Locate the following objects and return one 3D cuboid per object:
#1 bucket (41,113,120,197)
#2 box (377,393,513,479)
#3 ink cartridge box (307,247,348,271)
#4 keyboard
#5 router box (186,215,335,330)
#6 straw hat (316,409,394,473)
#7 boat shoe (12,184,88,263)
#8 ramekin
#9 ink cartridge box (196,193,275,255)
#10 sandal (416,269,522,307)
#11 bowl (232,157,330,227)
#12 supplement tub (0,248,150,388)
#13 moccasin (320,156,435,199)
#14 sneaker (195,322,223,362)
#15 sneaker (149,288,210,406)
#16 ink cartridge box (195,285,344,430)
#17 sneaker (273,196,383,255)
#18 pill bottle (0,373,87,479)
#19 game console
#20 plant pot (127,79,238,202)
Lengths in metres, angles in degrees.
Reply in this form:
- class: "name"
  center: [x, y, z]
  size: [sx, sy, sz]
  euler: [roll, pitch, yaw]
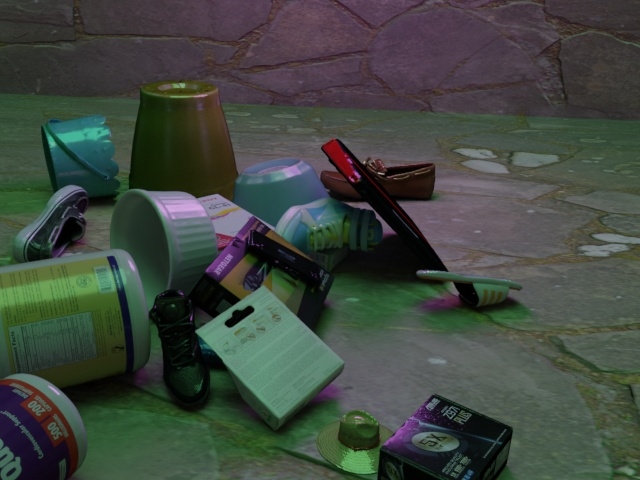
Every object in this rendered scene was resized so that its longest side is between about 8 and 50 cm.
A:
- class: "bucket"
  center: [-0.746, -0.253, 2.099]
  size: [0.183, 0.281, 0.281]
  euler: [-14, 29, -25]
- class: "box"
  center: [0.200, 0.342, 1.077]
  size: [0.147, 0.077, 0.180]
  euler: [19, 29, 33]
- class: "ink cartridge box"
  center: [0.000, 0.000, 1.844]
  size: [0.171, 0.056, 0.235]
  euler: [13, 25, 22]
- class: "keyboard"
  center: [-0.077, 0.045, 1.459]
  size: [0.180, 0.023, 0.108]
  euler: [28, 22, -19]
- class: "router box"
  center: [-0.114, 0.099, 1.444]
  size: [0.243, 0.081, 0.309]
  euler: [37, 27, -5]
- class: "straw hat"
  center: [0.065, 0.319, 1.135]
  size: [0.145, 0.061, 0.144]
  euler: [2, 24, -1]
- class: "boat shoe"
  center: [-0.685, -0.033, 1.811]
  size: [0.119, 0.121, 0.335]
  euler: [12, 36, 2]
- class: "ramekin"
  center: [-0.350, 0.017, 1.525]
  size: [0.135, 0.277, 0.277]
  euler: [-10, 26, -42]
- class: "ink cartridge box"
  center: [-0.274, 0.003, 1.723]
  size: [0.226, 0.131, 0.306]
  euler: [-17, 32, -35]
- class: "sandal"
  center: [0.343, 0.117, 1.590]
  size: [0.266, 0.076, 0.102]
  euler: [7, -1, -16]
- class: "bowl"
  center: [-0.122, -0.136, 1.925]
  size: [0.312, 0.163, 0.311]
  euler: [-10, 17, 3]
- class: "supplement tub"
  center: [-0.499, 0.154, 1.233]
  size: [0.332, 0.240, 0.241]
  euler: [-10, 27, -25]
- class: "moccasin"
  center: [0.190, -0.213, 2.220]
  size: [0.380, 0.146, 0.139]
  euler: [2, 24, 0]
- class: "sneaker"
  center: [-0.214, 0.226, 1.325]
  size: [0.152, 0.058, 0.085]
  euler: [31, 48, 26]
- class: "sneaker"
  center: [-0.261, 0.186, 1.237]
  size: [0.087, 0.130, 0.227]
  euler: [-13, 58, -4]
- class: "ink cartridge box"
  center: [-0.094, 0.210, 1.245]
  size: [0.225, 0.056, 0.181]
  euler: [40, 49, 20]
- class: "sneaker"
  center: [0.033, -0.020, 1.683]
  size: [0.208, 0.127, 0.319]
  euler: [15, 28, 27]
- class: "pill bottle"
  center: [-0.486, 0.331, 0.912]
  size: [0.182, 0.181, 0.323]
  euler: [12, 26, 21]
- class: "game console"
  center: [0.160, -0.085, 1.755]
  size: [0.060, 0.386, 0.342]
  euler: [-41, 28, 11]
- class: "plant pot"
  center: [-0.432, -0.309, 2.130]
  size: [0.367, 0.352, 0.366]
  euler: [2, 24, -1]
